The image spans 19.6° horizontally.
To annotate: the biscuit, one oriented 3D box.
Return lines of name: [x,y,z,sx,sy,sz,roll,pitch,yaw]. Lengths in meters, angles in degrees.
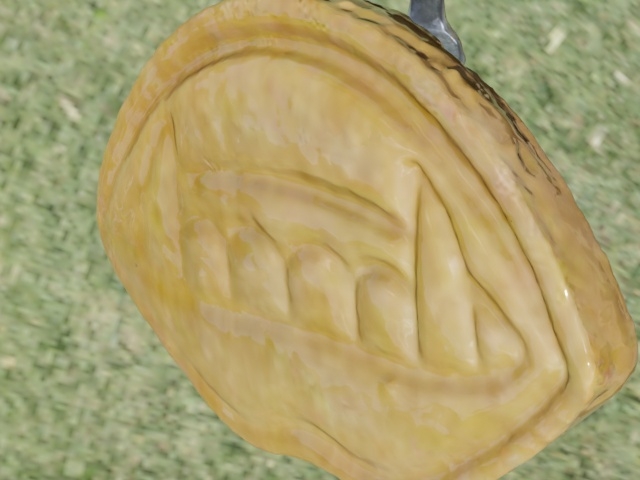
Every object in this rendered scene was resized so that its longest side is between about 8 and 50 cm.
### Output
biscuit: [0.000,0.000,0.518,0.221,0.029,0.142,20,118,49]

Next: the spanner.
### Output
spanner: [0.066,-0.201,1.140,0.054,0.254,0.015,5,43,8]
